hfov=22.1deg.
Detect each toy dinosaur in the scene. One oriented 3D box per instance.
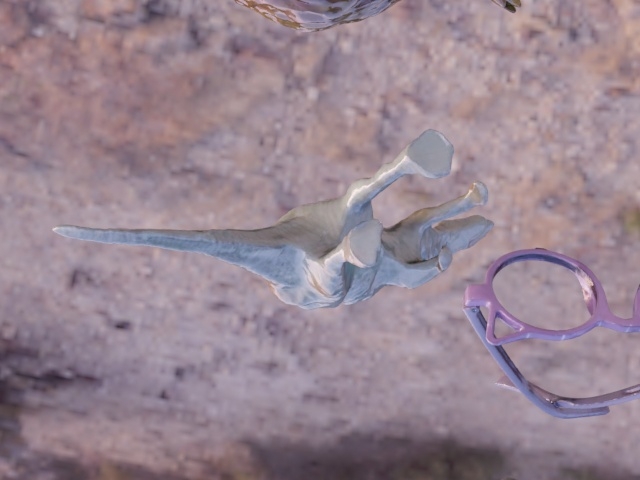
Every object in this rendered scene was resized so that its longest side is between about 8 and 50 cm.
[{"bbox_3d":[0.000,0.000,1.199,0.393,0.092,0.205,-12,169,-27],"label":"toy dinosaur"}]

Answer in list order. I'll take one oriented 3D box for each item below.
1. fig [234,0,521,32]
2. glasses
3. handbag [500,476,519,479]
[{"bbox_3d":[0.061,-0.325,1.779,0.369,0.286,0.286,34,162,18],"label":"fig"},{"bbox_3d":[0.125,0.063,0.764,0.140,0.062,0.103,9,134,-6],"label":"glasses"},{"bbox_3d":[0.255,0.378,1.885,0.260,0.247,0.079,17,121,31],"label":"handbag"}]
